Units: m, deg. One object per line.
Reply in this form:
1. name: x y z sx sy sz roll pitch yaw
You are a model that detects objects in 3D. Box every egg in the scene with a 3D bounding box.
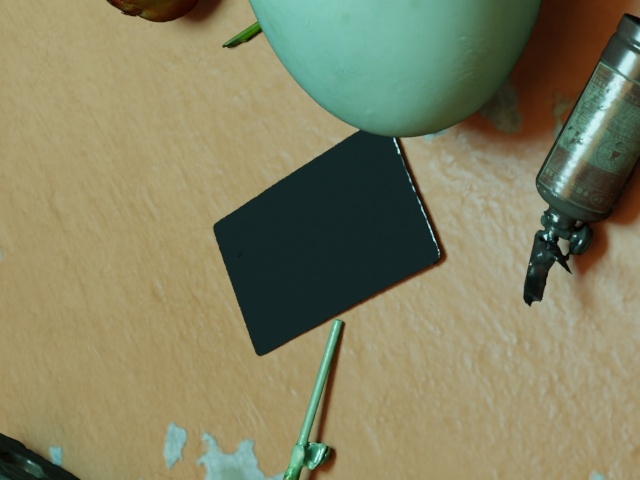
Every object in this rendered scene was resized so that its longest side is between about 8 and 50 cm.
1. egg: 0.059 -0.282 1.122 0.276 0.276 0.389 -11 82 37

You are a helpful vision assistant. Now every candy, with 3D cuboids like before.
1. candy: -0.023 0.219 1.331 0.084 0.078 0.288 -161 88 -73

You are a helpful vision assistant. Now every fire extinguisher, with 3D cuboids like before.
1. fire extinguisher: 0.228 -0.065 1.102 0.075 0.106 0.252 31 109 12

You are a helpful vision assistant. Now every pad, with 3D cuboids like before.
1. pad: 0.000 0.000 1.339 0.265 0.009 0.160 -30 73 35

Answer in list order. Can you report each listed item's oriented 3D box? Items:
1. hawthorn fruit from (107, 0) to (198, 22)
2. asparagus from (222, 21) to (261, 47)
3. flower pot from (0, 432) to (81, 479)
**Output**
1. hawthorn fruit: -0.173 -0.322 1.390 0.148 0.148 0.172 42 95 29
2. asparagus: -0.043 -0.240 1.365 0.166 0.013 0.016 -26 33 33
3. flower pot: -0.395 0.362 1.477 0.379 0.379 0.251 27 85 34
